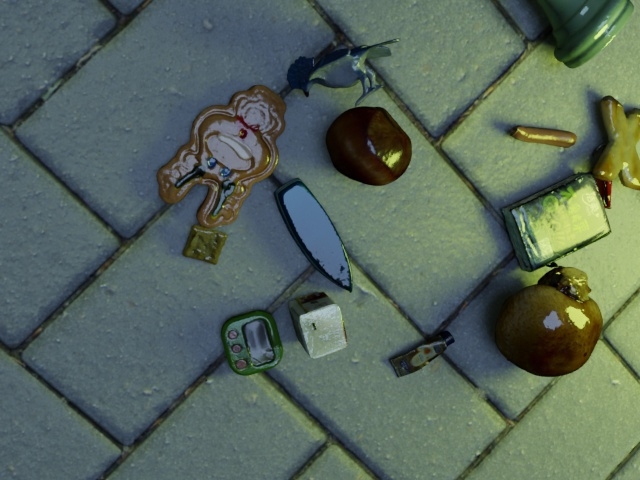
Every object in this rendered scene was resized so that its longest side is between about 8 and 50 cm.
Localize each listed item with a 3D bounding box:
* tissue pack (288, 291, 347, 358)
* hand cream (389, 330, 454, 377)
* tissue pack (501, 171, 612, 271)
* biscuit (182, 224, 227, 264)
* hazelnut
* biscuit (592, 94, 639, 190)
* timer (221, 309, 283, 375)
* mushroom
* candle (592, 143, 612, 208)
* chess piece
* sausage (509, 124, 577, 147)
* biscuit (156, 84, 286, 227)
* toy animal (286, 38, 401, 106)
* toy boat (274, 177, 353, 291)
[{"bbox_3d":[-0.006,0.185,1.507,0.099,0.149,0.106,-17,101,-10],"label":"tissue pack"},{"bbox_3d":[0.249,0.273,1.636,0.163,0.039,0.062,-30,119,-5],"label":"hand cream"},{"bbox_3d":[0.575,-0.047,1.647,0.236,0.073,0.173,-26,102,-9],"label":"tissue pack"},{"bbox_3d":[-0.254,0.010,1.483,0.081,0.018,0.083,18,115,-17],"label":"biscuit"},{"bbox_3d":[0.109,-0.196,1.471,0.204,0.178,0.178,5,98,-55],"label":"hazelnut"},{"bbox_3d":[0.735,-0.235,1.647,0.164,0.047,0.207,13,81,-21],"label":"biscuit"},{"bbox_3d":[-0.155,0.232,1.533,0.128,0.047,0.140,-16,101,-9],"label":"timer"},{"bbox_3d":[0.544,0.196,1.593,0.263,0.195,0.283,6,106,-10],"label":"mushroom"},{"bbox_3d":[0.702,-0.159,1.681,0.048,0.053,0.162,2,92,31],"label":"candle"},{"bbox_3d":[0.532,-0.554,1.525,0.299,0.194,0.194,41,87,-5],"label":"chess piece"},{"bbox_3d":[0.535,-0.251,1.623,0.177,0.047,0.040,5,108,-15],"label":"sausage"},{"bbox_3d":[-0.200,-0.189,1.468,0.202,0.047,0.334,38,88,-14],"label":"biscuit"},{"bbox_3d":[0.047,-0.369,1.423,0.176,0.239,0.255,48,121,-1],"label":"toy animal"},{"bbox_3d":[0.000,0.000,1.529,0.096,0.062,0.299,-33,103,-7],"label":"toy boat"}]
